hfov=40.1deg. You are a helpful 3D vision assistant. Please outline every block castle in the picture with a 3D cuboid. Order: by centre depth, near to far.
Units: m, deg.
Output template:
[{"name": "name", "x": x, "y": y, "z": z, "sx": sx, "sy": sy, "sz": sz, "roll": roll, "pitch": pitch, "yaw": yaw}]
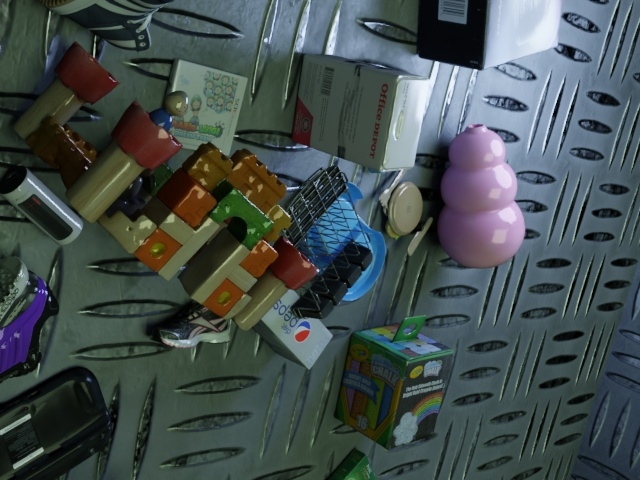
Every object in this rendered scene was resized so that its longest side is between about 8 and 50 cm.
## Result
[{"name": "block castle", "x": -0.207, "y": -0.083, "z": 1.330, "sx": 0.213, "sy": 0.303, "sz": 0.453, "roll": -46, "pitch": 138, "yaw": -1}]

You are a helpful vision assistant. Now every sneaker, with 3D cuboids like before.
[{"name": "sneaker", "x": -0.240, "y": -0.344, "z": 1.222, "sx": 0.153, "sy": 0.282, "sz": 0.099, "roll": 30, "pitch": 63, "yaw": -57}, {"name": "sneaker", "x": -0.494, "y": 0.180, "z": 1.306, "sx": 0.293, "sy": 0.102, "sz": 0.146, "roll": -55, "pitch": 139, "yaw": -14}, {"name": "sneaker", "x": -0.239, "y": 0.151, "z": 1.610, "sx": 0.178, "sy": 0.072, "sz": 0.077, "roll": 0, "pitch": 96, "yaw": -56}]

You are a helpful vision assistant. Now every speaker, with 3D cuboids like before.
[{"name": "speaker", "x": -0.420, "y": -0.052, "z": 1.317, "sx": 0.055, "sy": 0.055, "sz": 0.136, "roll": -53, "pitch": 138, "yaw": -16}]

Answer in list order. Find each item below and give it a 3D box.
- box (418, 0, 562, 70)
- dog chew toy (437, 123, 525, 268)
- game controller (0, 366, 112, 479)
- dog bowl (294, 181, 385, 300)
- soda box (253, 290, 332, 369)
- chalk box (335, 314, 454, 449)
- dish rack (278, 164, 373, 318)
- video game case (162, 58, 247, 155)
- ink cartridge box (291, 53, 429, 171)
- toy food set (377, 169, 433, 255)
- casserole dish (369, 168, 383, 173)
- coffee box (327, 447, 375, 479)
[{"name": "box", "x": 0.370, "y": -0.542, "z": 1.851, "sx": 0.294, "sy": 0.182, "sz": 0.296, "roll": -25, "pitch": 125, "yaw": -40}, {"name": "dog chew toy", "x": 0.372, "y": -0.107, "z": 2.050, "sx": 0.206, "sy": 0.206, "sz": 0.332, "roll": -23, "pitch": 116, "yaw": -39}, {"name": "game controller", "x": -0.489, "y": 0.339, "z": 1.432, "sx": 0.319, "sy": 0.067, "sz": 0.167, "roll": -30, "pitch": 113, "yaw": -36}, {"name": "dog bowl", "x": 0.033, "y": -0.004, "z": 1.817, "sx": 0.166, "sy": 0.074, "sz": 0.297, "roll": -49, "pitch": 136, "yaw": -20}, {"name": "soda box", "x": -0.091, "y": 0.140, "z": 1.730, "sx": 0.091, "sy": 0.098, "sz": 0.286, "roll": -55, "pitch": 139, "yaw": -17}, {"name": "chalk box", "x": 0.176, "y": 0.304, "z": 2.037, "sx": 0.180, "sy": 0.179, "sz": 0.289, "roll": -2, "pitch": 108, "yaw": -46}, {"name": "dish rack", "x": 0.000, "y": 0.000, "z": 1.660, "sx": 0.208, "sy": 0.074, "sz": 0.272, "roll": -49, "pitch": 134, "yaw": -32}, {"name": "video game case", "x": -0.202, "y": -0.225, "z": 1.500, "sx": 0.157, "sy": 0.019, "sz": 0.143, "roll": 5, "pitch": 104, "yaw": -48}, {"name": "ink cartridge box", "x": 0.071, "y": -0.240, "z": 1.620, "sx": 0.100, "sy": 0.237, "sz": 0.172, "roll": -8, "pitch": 114, "yaw": -45}, {"name": "toy food set", "x": 0.183, "y": -0.070, "z": 1.984, "sx": 0.132, "sy": 0.038, "sz": 0.192, "roll": -53, "pitch": 133, "yaw": -26}, {"name": "casserole dish", "x": 0.144, "y": -0.226, "z": 1.862, "sx": 0.114, "sy": 0.037, "sz": 0.189, "roll": -32, "pitch": 130, "yaw": -33}, {"name": "coffee box", "x": 0.055, "y": 0.613, "z": 2.152, "sx": 0.184, "sy": 0.040, "sz": 0.113, "roll": -45, "pitch": 136, "yaw": -23}]
